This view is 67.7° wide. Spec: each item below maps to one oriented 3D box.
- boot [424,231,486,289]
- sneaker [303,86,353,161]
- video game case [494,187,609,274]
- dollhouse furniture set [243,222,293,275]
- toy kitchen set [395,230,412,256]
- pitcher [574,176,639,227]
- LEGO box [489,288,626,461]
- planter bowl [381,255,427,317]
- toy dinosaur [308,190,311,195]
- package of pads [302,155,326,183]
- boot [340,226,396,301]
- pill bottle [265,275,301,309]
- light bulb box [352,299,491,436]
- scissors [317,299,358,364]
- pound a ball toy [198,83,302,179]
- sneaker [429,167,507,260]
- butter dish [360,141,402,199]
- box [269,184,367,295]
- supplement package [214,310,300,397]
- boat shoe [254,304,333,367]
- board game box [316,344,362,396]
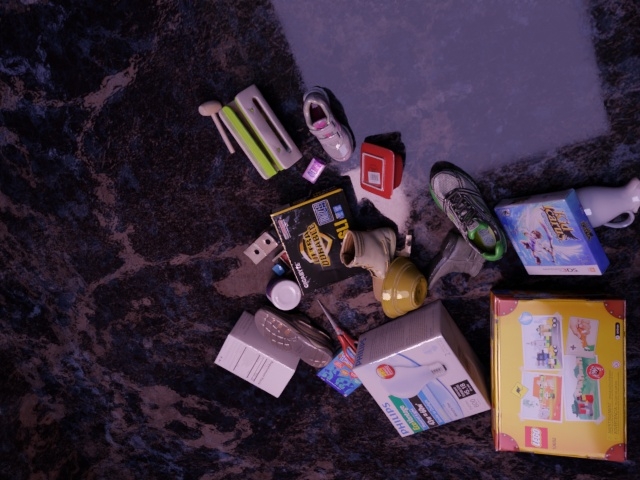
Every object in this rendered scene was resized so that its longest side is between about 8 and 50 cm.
[{"bbox_3d":[0.466,0.096,1.634,0.161,0.083,0.246,22,120,-4],"label":"boot"},{"bbox_3d":[0.014,-0.355,1.508,0.103,0.111,0.252,-27,106,24],"label":"sneaker"},{"bbox_3d":[0.696,-0.015,1.452,0.269,0.061,0.244,56,153,-15],"label":"video game case"},{"bbox_3d":[-0.152,0.043,1.733,0.184,0.129,0.129,46,117,-8],"label":"dollhouse furniture set"},{"bbox_3d":[0.276,0.017,1.647,0.075,0.068,0.083,6,116,12],"label":"toy kitchen set"},{"bbox_3d":[0.839,-0.088,1.433,0.207,0.125,0.178,-14,129,11],"label":"pitcher"},{"bbox_3d":[0.752,0.418,1.548,0.372,0.193,0.500,0,91,15],"label":"LEGO box"},{"bbox_3d":[0.300,0.165,1.613,0.090,0.217,0.217,9,120,39],"label":"planter bowl"},{"bbox_3d":[-0.026,-0.068,1.698,0.112,0.064,0.211,-34,111,5],"label":"toy dinosaur"},{"bbox_3d":[-0.021,-0.239,1.619,0.050,0.032,0.083,32,119,-5],"label":"package of pads"},{"bbox_3d":[0.161,0.088,1.604,0.095,0.203,0.262,11,102,50],"label":"boot"},{"bbox_3d":[-0.143,0.188,1.760,0.108,0.193,0.108,-1,93,-15],"label":"pill bottle"},{"bbox_3d":[0.368,0.473,1.756,0.361,0.225,0.358,-30,105,24],"label":"light bulb box"},{"bbox_3d":[0.072,0.362,1.845,0.297,0.109,0.021,48,133,-10],"label":"scissors"},{"bbox_3d":[-0.223,-0.365,1.574,0.208,0.136,0.319,-18,112,48],"label":"pound a ball toy"},{"bbox_3d":[0.468,-0.086,1.487,0.134,0.146,0.343,-40,86,18],"label":"sneaker"},{"bbox_3d":[0.210,-0.230,1.524,0.160,0.118,0.160,30,128,48],"label":"butter dish"},{"bbox_3d":[0.000,0.000,1.652,0.257,0.079,0.322,-21,111,-3],"label":"box"},{"bbox_3d":[-0.240,0.455,1.928,0.293,0.177,0.175,29,118,-1],"label":"supplement package"},{"bbox_3d":[-0.102,0.361,1.878,0.355,0.130,0.132,38,122,-12],"label":"boat shoe"},{"bbox_3d":[0.109,0.525,1.947,0.160,0.047,0.210,37,118,-5],"label":"board game box"}]
